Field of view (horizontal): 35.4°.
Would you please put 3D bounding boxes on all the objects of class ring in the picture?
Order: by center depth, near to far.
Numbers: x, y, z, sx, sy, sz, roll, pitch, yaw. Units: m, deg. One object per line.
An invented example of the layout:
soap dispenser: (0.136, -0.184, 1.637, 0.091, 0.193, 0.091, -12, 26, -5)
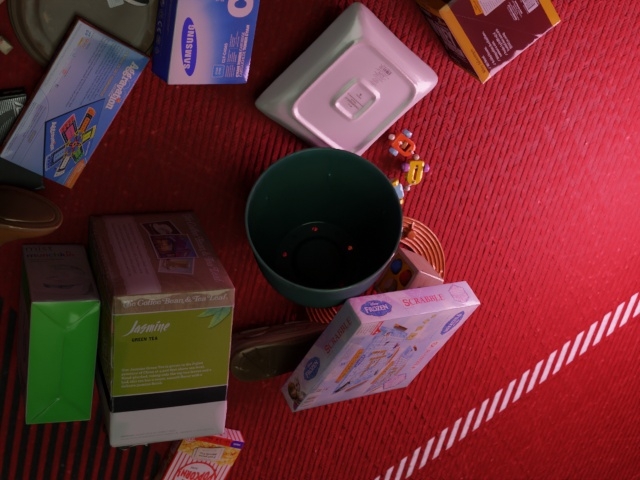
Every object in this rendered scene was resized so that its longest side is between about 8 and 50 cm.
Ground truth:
ring: (0.126, 0.097, 2.212, 0.337, 0.032, 0.336, -9, 120, -16)

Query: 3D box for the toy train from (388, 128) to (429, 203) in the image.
toy train: (0.152, -0.148, 2.081, 0.125, 0.046, 0.166, 29, 101, -30)

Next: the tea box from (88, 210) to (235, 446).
tea box: (-0.311, 0.154, 1.891, 0.220, 0.329, 0.323, -3, 117, -20)

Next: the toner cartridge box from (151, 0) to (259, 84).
toner cartridge box: (-0.188, -0.448, 1.742, 0.165, 0.075, 0.347, -7, 120, -34)

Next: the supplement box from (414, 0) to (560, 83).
supplement box: (0.317, -0.448, 1.930, 0.194, 0.129, 0.191, -39, 124, 2)

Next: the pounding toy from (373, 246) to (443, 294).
pounding toy: (0.172, 0.106, 2.137, 0.100, 0.130, 0.141, 22, 107, -30)

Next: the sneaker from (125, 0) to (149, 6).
sneaker: (-0.335, -0.430, 1.689, 0.109, 0.040, 0.043, 22, 105, -30)

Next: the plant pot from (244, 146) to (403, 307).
plant pot: (0.000, 0.000, 1.958, 0.293, 0.293, 0.235, -19, 161, -11)

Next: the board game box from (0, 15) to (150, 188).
board game box: (-0.433, -0.238, 1.761, 0.145, 0.027, 0.281, 27, 105, -32)

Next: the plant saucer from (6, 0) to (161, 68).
plant saucer: (-0.395, -0.404, 1.728, 0.278, 0.041, 0.277, -9, 119, -17)

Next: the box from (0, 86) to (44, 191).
box: (-0.598, -0.165, 1.774, 0.184, 0.045, 0.190, -10, 121, -14)

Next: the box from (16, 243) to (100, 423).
box: (-0.494, 0.169, 1.885, 0.127, 0.231, 0.261, 0, 117, -22)

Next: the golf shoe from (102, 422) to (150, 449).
golf shoe: (-0.364, 0.386, 2.158, 0.198, 0.077, 0.094, -23, 134, -1)

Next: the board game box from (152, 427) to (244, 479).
board game box: (-0.279, 0.505, 2.264, 0.147, 0.045, 0.193, 18, 109, -28)

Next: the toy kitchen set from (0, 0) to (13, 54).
toy kitchen set: (-0.534, -0.362, 1.677, 0.075, 0.068, 0.083, -43, 124, 5)

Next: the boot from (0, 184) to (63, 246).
boot: (-0.613, 0.017, 1.807, 0.284, 0.109, 0.220, -4, 136, -20)

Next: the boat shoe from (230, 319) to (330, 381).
boat shoe: (-0.040, 0.219, 2.164, 0.341, 0.110, 0.121, -3, 117, -20)

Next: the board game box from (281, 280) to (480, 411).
board game box: (0.121, 0.217, 2.056, 0.318, 0.066, 0.318, -5, 144, -37)

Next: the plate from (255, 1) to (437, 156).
plate: (0.061, -0.279, 1.927, 0.278, 0.045, 0.277, -43, 132, 15)
